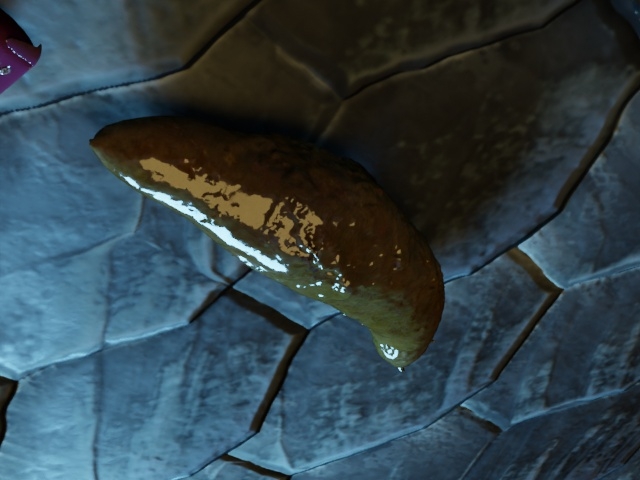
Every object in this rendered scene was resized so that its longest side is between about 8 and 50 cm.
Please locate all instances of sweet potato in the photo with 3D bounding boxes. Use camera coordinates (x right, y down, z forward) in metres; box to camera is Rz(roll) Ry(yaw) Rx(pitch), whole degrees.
[{"bbox_3d":[0.004,0.000,0.613,0.114,0.092,0.341,-25,140,28],"label":"sweet potato"}]

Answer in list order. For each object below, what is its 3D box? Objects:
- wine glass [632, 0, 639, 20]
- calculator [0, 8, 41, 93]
[{"bbox_3d":[0.330,-0.213,0.466,0.190,0.190,0.357,21,126,-37],"label":"wine glass"},{"bbox_3d":[-0.249,-0.113,0.437,0.127,0.034,0.190,-33,136,14],"label":"calculator"}]
